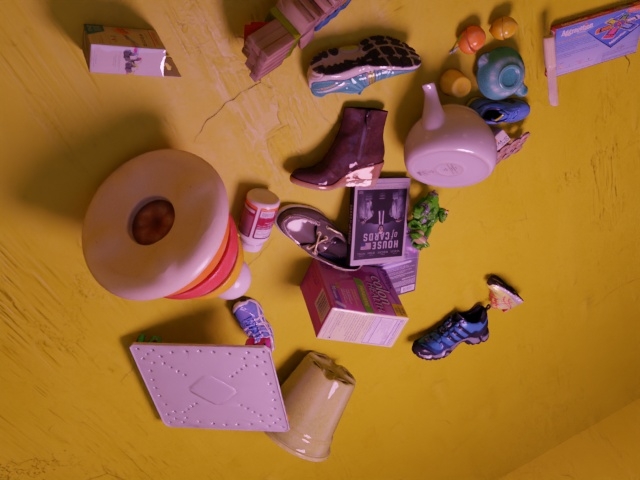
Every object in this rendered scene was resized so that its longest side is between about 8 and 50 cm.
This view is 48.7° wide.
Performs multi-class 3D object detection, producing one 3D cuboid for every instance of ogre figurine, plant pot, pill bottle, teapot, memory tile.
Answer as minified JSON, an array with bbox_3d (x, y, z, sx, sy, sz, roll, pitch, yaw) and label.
[{"bbox_3d":[0.295,-0.064,1.985,0.118,0.096,0.197,-56,138,-22],"label":"ogre figurine"},{"bbox_3d":[-0.026,0.501,2.224,0.276,0.276,0.254,24,101,-38],"label":"plant pot"},{"bbox_3d":[-0.162,-0.050,1.797,0.086,0.086,0.152,2,126,-28],"label":"pill bottle"},{"bbox_3d":[0.336,-0.261,1.814,0.252,0.187,0.256,11,158,-10],"label":"teapot"},{"bbox_3d":[0.518,-0.247,1.981,0.148,0.012,0.113,-30,163,-13],"label":"memory tile"}]

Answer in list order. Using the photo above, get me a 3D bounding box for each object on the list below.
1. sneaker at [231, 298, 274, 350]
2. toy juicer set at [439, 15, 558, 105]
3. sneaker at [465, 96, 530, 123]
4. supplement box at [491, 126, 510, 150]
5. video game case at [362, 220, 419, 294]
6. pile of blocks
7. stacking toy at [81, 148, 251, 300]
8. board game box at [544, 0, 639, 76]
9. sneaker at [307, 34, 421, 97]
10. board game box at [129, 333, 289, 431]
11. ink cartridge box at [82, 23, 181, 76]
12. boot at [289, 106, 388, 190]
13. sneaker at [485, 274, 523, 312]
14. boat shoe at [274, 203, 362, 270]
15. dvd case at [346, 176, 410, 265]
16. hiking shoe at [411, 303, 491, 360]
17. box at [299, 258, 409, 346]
[{"bbox_3d":[-0.183,0.243,2.029,0.080,0.081,0.211,-32,133,3],"label":"sneaker"},{"bbox_3d":[0.469,-0.457,1.790,0.328,0.089,0.209,1,114,-17],"label":"toy juicer set"},{"bbox_3d":[0.488,-0.338,1.893,0.209,0.082,0.069,-2,125,-27],"label":"sneaker"},{"bbox_3d":[0.470,-0.272,1.923,0.062,0.098,0.036,-42,101,11],"label":"supplement box"},{"bbox_3d":[0.204,0.070,2.123,0.196,0.026,0.274,-14,131,-16],"label":"video game case"},{"bbox_3d":[-0.039,-0.499,1.498,0.362,0.149,0.113,-41,91,-3],"label":"pile of blocks"},{"bbox_3d":[-0.304,0.029,1.704,0.350,0.351,0.480,-34,153,3],"label":"stacking toy"},{"bbox_3d":[0.733,-0.537,1.890,0.281,0.027,0.145,-18,134,-12],"label":"board game box"},{"bbox_3d":[0.099,-0.401,1.653,0.275,0.107,0.110,-12,150,-11],"label":"sneaker"},{"bbox_3d":[-0.301,0.407,2.011,0.389,0.050,0.390,0,132,10],"label":"board game box"},{"bbox_3d":[-0.372,-0.377,1.409,0.181,0.104,0.062,-3,128,-26],"label":"ink cartridge box"},{"bbox_3d":[0.046,-0.234,1.775,0.248,0.090,0.207,-3,113,-19],"label":"boot"},{"bbox_3d":[0.605,0.191,2.387,0.094,0.081,0.208,-43,133,14],"label":"sneaker"},{"bbox_3d":[0.003,-0.003,1.914,0.305,0.091,0.109,29,110,-40],"label":"boat shoe"},{"bbox_3d":[0.157,-0.054,1.928,0.179,0.029,0.239,-4,104,-28],"label":"dvd case"},{"bbox_3d":[0.435,0.301,2.388,0.304,0.113,0.132,-17,121,-24],"label":"hiking shoe"},{"bbox_3d":[0.092,0.174,1.998,0.242,0.214,0.117,11,124,-24],"label":"box"}]
